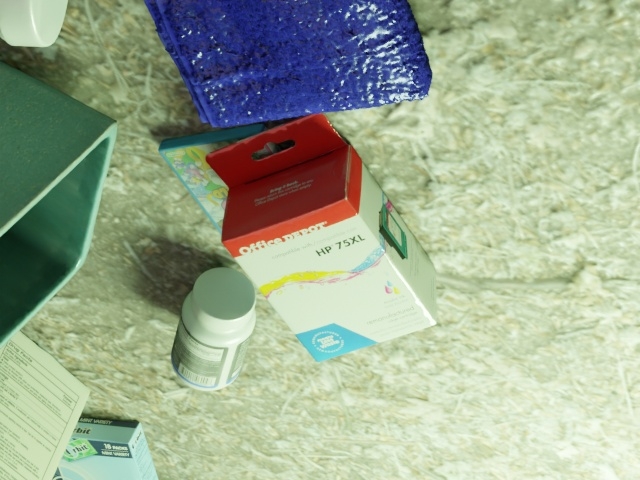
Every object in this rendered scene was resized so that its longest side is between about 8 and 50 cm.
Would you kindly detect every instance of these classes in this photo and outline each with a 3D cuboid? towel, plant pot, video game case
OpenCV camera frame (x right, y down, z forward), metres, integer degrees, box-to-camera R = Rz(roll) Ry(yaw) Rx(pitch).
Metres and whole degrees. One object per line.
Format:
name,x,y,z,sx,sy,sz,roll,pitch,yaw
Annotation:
towel,-0.059,-0.215,1.297,0.228,0.076,0.308,-2,138,28
plant pot,-0.377,-0.039,1.532,0.252,0.247,0.248,34,144,8
video game case,-0.066,-0.043,1.565,0.119,0.015,0.166,-7,136,31

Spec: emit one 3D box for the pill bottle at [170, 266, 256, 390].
pill bottle,-0.110,0.092,1.701,0.078,0.078,0.137,20,143,0

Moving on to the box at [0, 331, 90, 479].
box,-0.392,0.233,1.874,0.127,0.232,0.148,-17,130,39

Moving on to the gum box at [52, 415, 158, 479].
gum box,-0.281,0.297,2.037,0.157,0.041,0.184,4,129,19

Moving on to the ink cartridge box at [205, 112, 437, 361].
ink cartridge box,0.000,0.000,1.517,0.134,0.078,0.231,-20,130,22

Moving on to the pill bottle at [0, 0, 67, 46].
pill bottle,-0.348,-0.228,1.334,0.265,0.153,0.153,4,141,4
